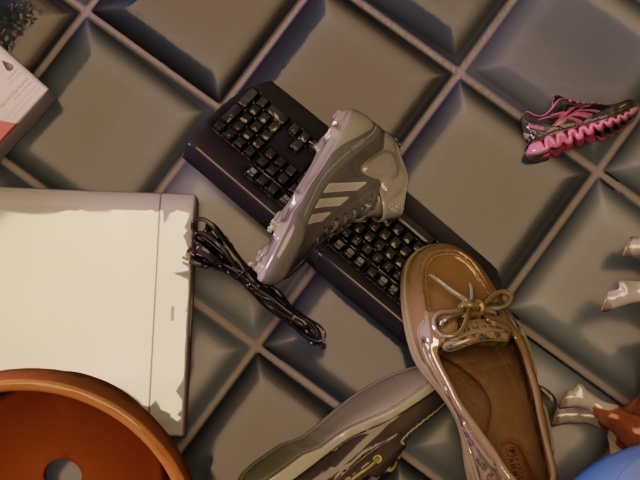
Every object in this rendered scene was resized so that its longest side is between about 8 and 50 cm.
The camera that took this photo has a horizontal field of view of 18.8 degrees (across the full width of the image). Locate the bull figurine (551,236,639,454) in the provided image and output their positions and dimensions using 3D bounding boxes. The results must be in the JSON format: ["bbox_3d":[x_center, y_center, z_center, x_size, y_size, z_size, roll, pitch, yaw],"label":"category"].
[{"bbox_3d":[0.326,0.145,1.790,0.188,0.101,0.310,23,97,8],"label":"bull figurine"}]

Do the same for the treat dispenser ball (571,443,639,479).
[{"bbox_3d":[0.305,0.311,1.615,0.288,0.288,0.288,0,83,1],"label":"treat dispenser ball"}]

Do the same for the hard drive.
[{"bbox_3d":[-0.300,0.065,1.853,0.353,0.047,0.233,2,82,2],"label":"hard drive"}]

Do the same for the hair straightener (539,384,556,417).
[{"bbox_3d":[0.152,0.235,1.803,0.047,0.089,0.230,32,84,-2],"label":"hair straightener"}]

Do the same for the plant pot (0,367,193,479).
[{"bbox_3d":[-0.245,0.237,1.727,0.291,0.203,0.291,0,101,1],"label":"plant pot"}]

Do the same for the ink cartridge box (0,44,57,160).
[{"bbox_3d":[-0.340,-0.151,1.876,0.135,0.056,0.099,41,86,5],"label":"ink cartridge box"}]

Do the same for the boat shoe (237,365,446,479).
[{"bbox_3d":[0.032,0.196,1.820,0.228,0.081,0.068,-31,106,-9],"label":"boat shoe"}]

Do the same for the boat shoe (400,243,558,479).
[{"bbox_3d":[0.154,0.121,1.756,0.105,0.089,0.285,-17,69,-15],"label":"boat shoe"}]

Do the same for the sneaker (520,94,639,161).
[{"bbox_3d":[0.248,-0.120,1.874,0.119,0.047,0.057,-19,71,-3],"label":"sneaker"}]

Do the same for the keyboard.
[{"bbox_3d":[0.000,0.000,1.839,0.317,0.033,0.201,39,68,6],"label":"keyboard"}]

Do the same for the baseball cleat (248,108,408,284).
[{"bbox_3d":[0.019,-0.029,1.802,0.109,0.072,0.206,31,64,-7],"label":"baseball cleat"}]
